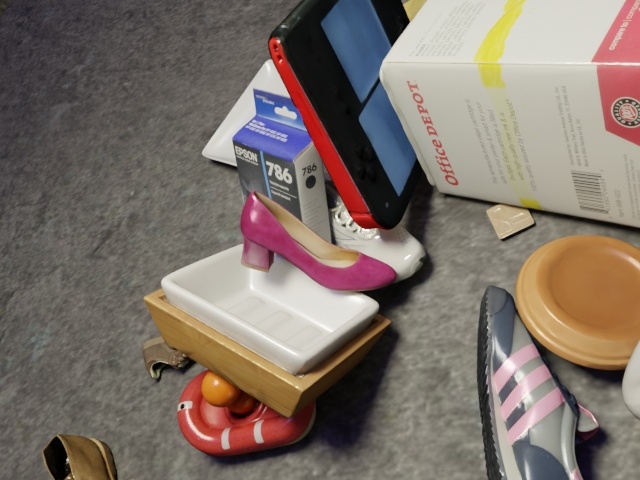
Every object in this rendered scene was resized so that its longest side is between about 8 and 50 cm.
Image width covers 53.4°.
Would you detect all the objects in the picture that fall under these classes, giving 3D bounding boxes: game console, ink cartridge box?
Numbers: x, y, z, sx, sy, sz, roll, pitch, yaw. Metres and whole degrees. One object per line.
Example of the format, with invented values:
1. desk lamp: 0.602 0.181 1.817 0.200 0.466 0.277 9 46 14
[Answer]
1. game console: 0.082 -0.241 0.979 0.060 0.342 0.387 -6 38 31
2. ink cartridge box: -0.061 -0.069 1.040 0.065 0.333 0.165 -27 35 -34
3. ink cartridge box: 0.312 -0.183 0.870 0.384 0.279 0.160 15 61 40

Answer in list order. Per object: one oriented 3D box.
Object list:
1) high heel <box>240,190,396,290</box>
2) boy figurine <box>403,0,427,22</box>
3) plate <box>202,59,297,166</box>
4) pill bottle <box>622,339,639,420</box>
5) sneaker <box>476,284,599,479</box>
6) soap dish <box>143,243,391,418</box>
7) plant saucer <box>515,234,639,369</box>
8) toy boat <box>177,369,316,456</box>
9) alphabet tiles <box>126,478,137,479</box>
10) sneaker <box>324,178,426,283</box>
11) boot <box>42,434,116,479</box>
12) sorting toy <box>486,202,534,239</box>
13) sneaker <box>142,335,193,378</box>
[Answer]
1. high heel: 0.000 0.000 0.949 0.243 0.117 0.082 12 26 7
2. boy figurine: 0.204 -0.427 1.244 0.177 0.092 0.285 -29 38 52
3. plate: -0.091 -0.256 1.363 0.277 0.045 0.277 23 74 42
4. pill bottle: 0.467 0.162 0.519 0.362 0.210 0.210 35 82 15
5. sneaker: 0.268 0.200 0.795 0.130 0.112 0.319 -1 55 6
6. soap dish: -0.077 0.123 0.943 0.290 0.228 0.118 24 119 27
7. plant saucer: 0.351 0.066 0.804 0.199 0.037 0.200 -5 50 6
8. toy boat: -0.128 0.241 0.981 0.230 0.151 0.151 -20 51 22
9. alphabet tiles: -0.313 0.509 0.951 0.283 0.021 0.278 -17 76 22
10. sneaker: 0.047 -0.026 1.055 0.111 0.129 0.297 -48 48 -14
11. boot: -0.375 0.439 1.042 0.112 0.115 0.305 -45 50 -6
12. sorting toy: 0.303 -0.041 0.974 0.083 0.012 0.062 -27 51 16
13. sneaker: -0.243 0.197 1.163 0.188 0.066 0.071 -25 66 25
